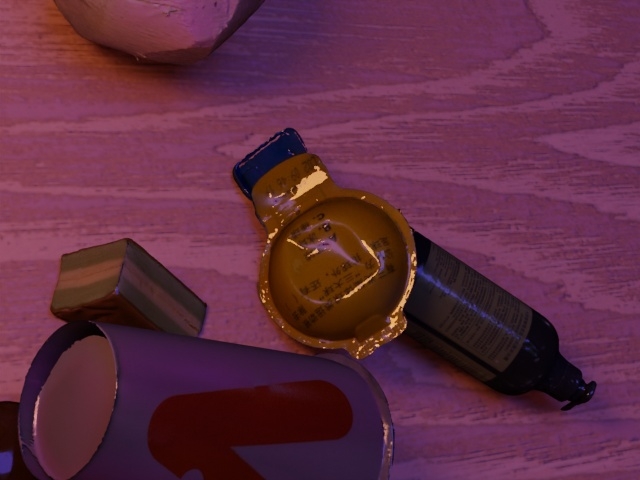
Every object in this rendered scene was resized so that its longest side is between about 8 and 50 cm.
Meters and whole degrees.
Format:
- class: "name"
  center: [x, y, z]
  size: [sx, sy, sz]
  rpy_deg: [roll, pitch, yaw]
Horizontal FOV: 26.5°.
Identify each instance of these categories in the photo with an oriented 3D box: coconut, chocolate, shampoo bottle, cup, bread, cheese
- class: "coconut"
  center: [-0.158, -0.294, 1.429]
  size: [0.230, 0.227, 0.227]
  rpy_deg: [17, 57, -17]
- class: "chocolate"
  center: [-0.275, 0.193, 1.172]
  size: [0.133, 0.127, 0.124]
  rpy_deg: [-55, 129, -51]
- class: "shampoo bottle"
  center: [0.184, 0.102, 1.493]
  size: [0.284, 0.101, 0.101]
  rpy_deg: [33, 52, -12]
- class: "cup"
  center: [-0.103, 0.166, 1.171]
  size: [0.288, 0.203, 0.203]
  rpy_deg: [22, 53, -41]
- class: "bread"
  center: [-0.186, 0.066, 1.342]
  size: [0.139, 0.084, 0.074]
  rpy_deg: [44, 42, -45]
- class: "cheese"
  center: [0.000, 0.000, 1.420]
  size: [0.270, 0.177, 0.069]
  rpy_deg: [58, 9, 23]
